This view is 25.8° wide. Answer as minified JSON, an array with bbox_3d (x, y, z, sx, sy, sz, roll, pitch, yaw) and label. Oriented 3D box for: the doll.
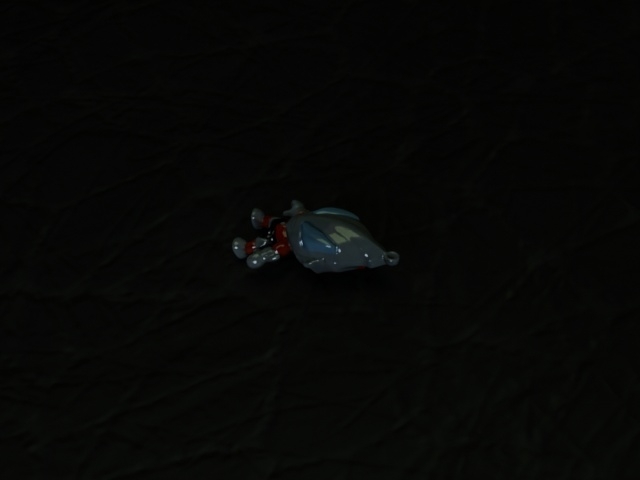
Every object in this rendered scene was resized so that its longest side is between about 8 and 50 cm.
[{"bbox_3d":[0.000,-0.001,0.881,0.114,0.039,0.057,8,15,31],"label":"doll"}]
